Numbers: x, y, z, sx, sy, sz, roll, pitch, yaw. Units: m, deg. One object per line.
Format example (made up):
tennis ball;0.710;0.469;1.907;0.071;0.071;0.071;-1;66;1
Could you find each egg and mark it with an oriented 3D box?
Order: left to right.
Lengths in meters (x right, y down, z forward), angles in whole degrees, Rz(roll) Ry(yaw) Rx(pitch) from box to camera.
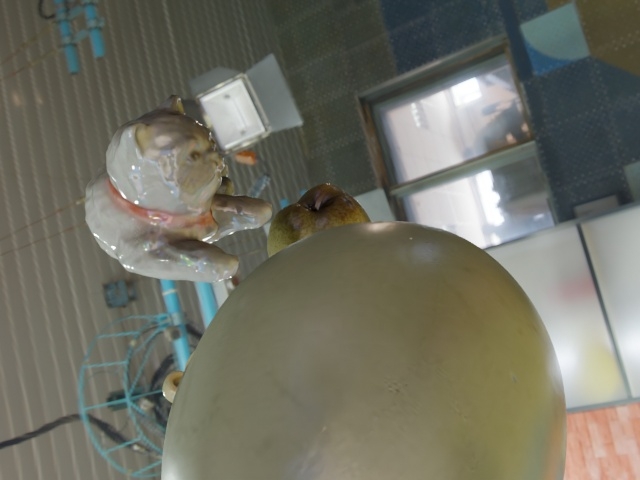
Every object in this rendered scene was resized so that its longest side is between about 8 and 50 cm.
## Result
egg;0.026;0.109;0.426;0.219;0.219;0.269;58;-140;-22

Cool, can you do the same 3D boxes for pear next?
pear;0.000;0.000;1.125;0.167;0.167;0.136;-63;-30;-50

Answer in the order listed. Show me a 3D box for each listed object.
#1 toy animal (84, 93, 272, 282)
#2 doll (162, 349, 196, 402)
toy animal;-0.192;-0.090;0.943;0.188;0.266;0.308;66;-148;-24
doll;-0.001;0.136;0.728;0.208;0.144;0.271;33;-150;12
